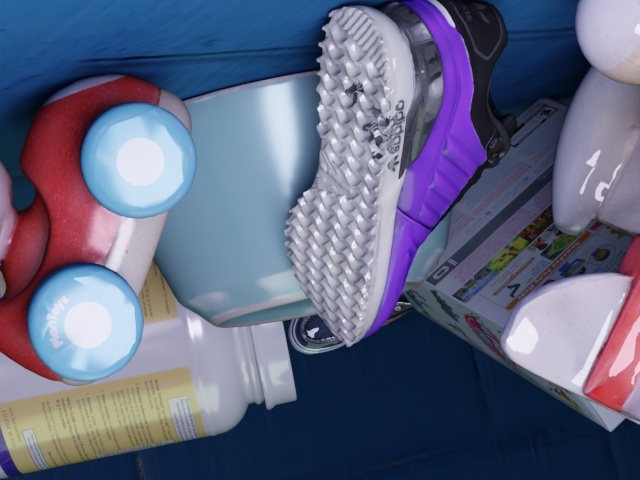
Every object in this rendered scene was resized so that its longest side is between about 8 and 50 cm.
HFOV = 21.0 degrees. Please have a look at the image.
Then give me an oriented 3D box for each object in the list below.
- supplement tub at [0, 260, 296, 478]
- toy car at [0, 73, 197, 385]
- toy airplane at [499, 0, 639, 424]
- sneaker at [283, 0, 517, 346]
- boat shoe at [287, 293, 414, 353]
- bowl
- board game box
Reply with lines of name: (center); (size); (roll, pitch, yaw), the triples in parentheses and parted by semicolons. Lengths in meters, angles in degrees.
supplement tub: (-0.205, 0.094, 1.731); (0.331, 0.241, 0.241); (-11, 173, -3)
toy car: (-0.221, -0.031, 1.146); (0.238, 0.210, 0.219); (18, -179, -11)
toy airplane: (0.253, -0.059, 1.147); (0.386, 0.272, 0.384); (-35, -168, 40)
sneaker: (0.069, -0.047, 1.206); (0.146, 0.102, 0.293); (-20, 142, -28)
boat shoe: (0.052, 0.063, 1.843); (0.183, 0.065, 0.083); (-28, -177, -12)
bowl: (-0.017, -0.025, 1.413); (0.311, 0.163, 0.311); (-12, 174, -1)
board game box: (0.213, 0.007, 1.455); (0.224, 0.097, 0.303); (-42, -152, -10)
